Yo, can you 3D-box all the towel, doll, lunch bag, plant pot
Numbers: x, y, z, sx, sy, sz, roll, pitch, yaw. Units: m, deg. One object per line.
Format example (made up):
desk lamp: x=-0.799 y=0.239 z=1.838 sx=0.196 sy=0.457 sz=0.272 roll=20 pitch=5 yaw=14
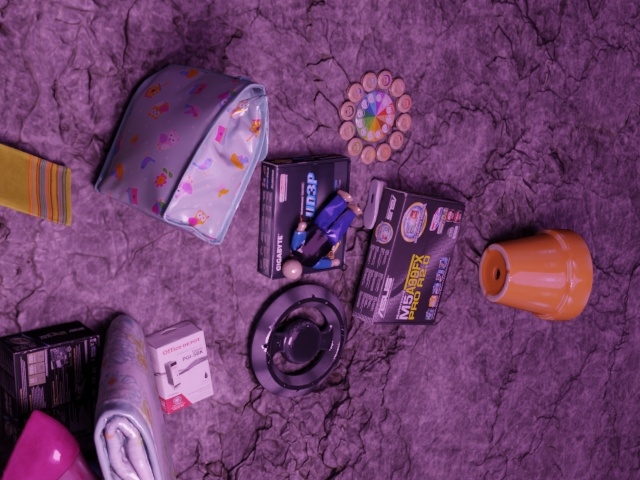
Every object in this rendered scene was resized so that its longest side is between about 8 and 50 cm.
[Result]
towel: x=-0.300 y=0.354 z=1.791 sx=0.090 sy=0.320 sz=0.374 roll=-11 pitch=114 yaw=-7
doll: x=0.000 y=0.000 z=2.011 sx=0.189 sy=0.046 sz=0.129 roll=-48 pitch=127 yaw=-16
lunch bag: x=-0.211 y=-0.153 z=1.749 sx=0.160 sy=0.223 sz=0.262 roll=29 pitch=84 yaw=-46
plant pot: x=0.458 y=0.073 z=2.382 sx=0.188 sy=0.205 sz=0.205 roll=3 pitch=103 yaw=-22
towel: x=-0.460 y=-0.094 z=1.629 sx=0.237 sy=0.021 sz=0.102 roll=22 pitch=54 yaw=-56

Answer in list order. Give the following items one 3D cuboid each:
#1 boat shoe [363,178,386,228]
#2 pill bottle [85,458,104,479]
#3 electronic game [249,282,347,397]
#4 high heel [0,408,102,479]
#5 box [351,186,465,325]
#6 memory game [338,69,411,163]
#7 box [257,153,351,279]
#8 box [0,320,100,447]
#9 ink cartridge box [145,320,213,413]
boat shoe: x=0.112 y=-0.071 z=2.153 sx=0.035 sy=0.035 sz=0.100 roll=7 pitch=93 yaw=-37
pill bottle: x=-0.419 y=0.416 z=1.855 sx=0.160 sy=0.087 sz=0.087 roll=13 pitch=95 yaw=-40
electronic game: x=-0.041 y=0.194 z=2.107 sx=0.229 sy=0.048 sz=0.229 roll=-12 pitch=110 yaw=-35
high heel: x=-0.538 y=0.416 z=1.715 sx=0.377 sy=0.127 sz=0.181 roll=-33 pitch=110 yaw=-2
box: x=0.182 y=0.037 z=2.203 sx=0.216 sy=0.060 sz=0.270 roll=7 pitch=100 yaw=-50
memory game: x=0.109 y=-0.239 z=2.111 sx=0.186 sy=0.012 sz=0.186 roll=-12 pitch=111 yaw=-35
box: x=-0.030 y=-0.047 z=2.037 sx=0.175 sy=0.051 sz=0.220 roll=-8 pitch=109 yaw=-36
box: x=-0.442 y=0.239 z=1.784 sx=0.147 sy=0.078 sz=0.180 roll=-12 pitch=111 yaw=-34
ink cartridge box: x=-0.254 y=0.226 z=1.944 sx=0.099 sy=0.056 sz=0.135 roll=-22 pitch=117 yaw=-31
